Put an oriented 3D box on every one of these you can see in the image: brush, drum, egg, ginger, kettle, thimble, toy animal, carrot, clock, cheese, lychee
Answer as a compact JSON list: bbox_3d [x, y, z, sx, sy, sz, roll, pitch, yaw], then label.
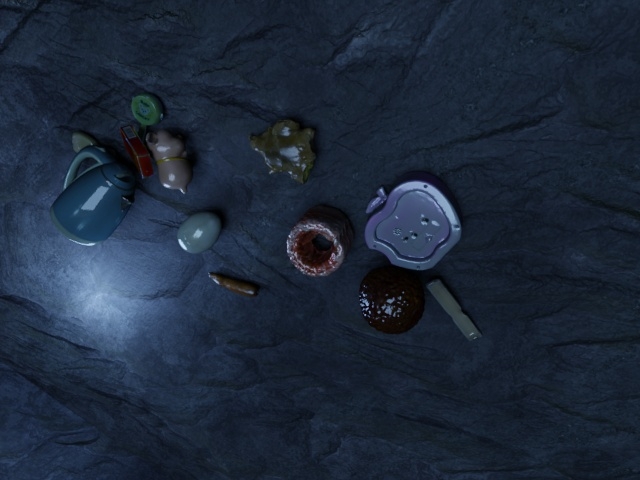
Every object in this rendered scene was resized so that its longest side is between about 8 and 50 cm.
[{"bbox_3d":[0.505,0.257,1.659,0.060,0.050,0.321,-31,111,25],"label":"brush"},{"bbox_3d":[-0.655,-0.433,1.675,0.130,0.049,0.253,19,125,8],"label":"drum"},{"bbox_3d":[-0.480,-0.035,1.758,0.209,0.151,0.151,-37,100,28],"label":"egg"},{"bbox_3d":[-0.140,-0.322,1.522,0.270,0.123,0.219,21,123,7],"label":"ginger"},{"bbox_3d":[-0.904,-0.205,1.771,0.342,0.247,0.319,-41,87,22],"label":"kettle"},{"bbox_3d":[0.000,0.000,1.622,0.239,0.162,0.239,8,117,17],"label":"thimble"},{"bbox_3d":[-0.555,-0.293,1.646,0.165,0.149,0.248,-5,115,58],"label":"toy animal"},{"bbox_3d":[-0.378,0.189,1.898,0.247,0.059,0.059,18,120,11],"label":"carrot"},{"bbox_3d":[0.316,-0.064,1.521,0.338,0.102,0.339,7,117,14],"label":"clock"},{"bbox_3d":[-0.921,-0.378,1.791,0.192,0.037,0.097,19,121,9],"label":"cheese"},{"bbox_3d":[0.259,0.212,1.591,0.260,0.261,0.261,7,118,14],"label":"lychee"}]

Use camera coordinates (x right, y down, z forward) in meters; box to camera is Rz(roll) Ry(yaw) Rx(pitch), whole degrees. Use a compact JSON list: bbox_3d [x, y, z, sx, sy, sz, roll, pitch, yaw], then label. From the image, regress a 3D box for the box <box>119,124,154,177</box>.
[{"bbox_3d":[-0.675,-0.329,1.625,0.175,0.048,0.112,53,153,24],"label":"box"}]
